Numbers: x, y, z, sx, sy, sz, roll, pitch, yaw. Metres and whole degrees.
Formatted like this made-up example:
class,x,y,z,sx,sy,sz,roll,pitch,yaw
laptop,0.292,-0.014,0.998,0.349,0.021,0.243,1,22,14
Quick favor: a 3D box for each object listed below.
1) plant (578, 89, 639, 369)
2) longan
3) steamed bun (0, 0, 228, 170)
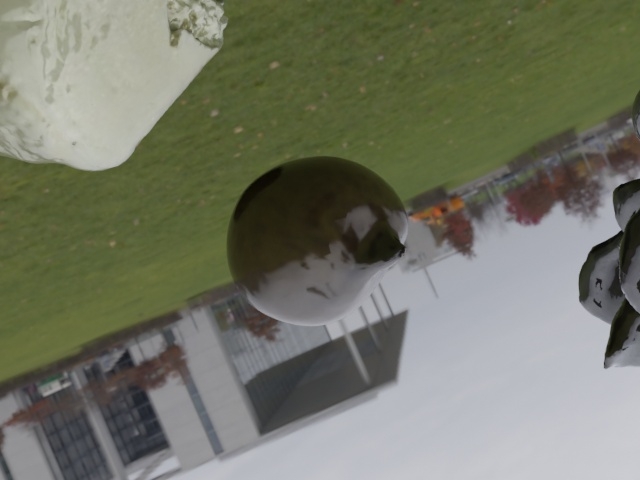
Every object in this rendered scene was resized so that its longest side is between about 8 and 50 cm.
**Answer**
class,x,y,z,sx,sy,sz,roll,pitch,yaw
plant,0.275,0.030,0.389,0.276,0.188,0.199,7,151,4
longan,0.000,0.000,0.450,0.113,0.092,0.113,-11,-145,8
steamed bun,-0.261,-0.223,0.672,0.290,0.272,0.273,4,-123,28
